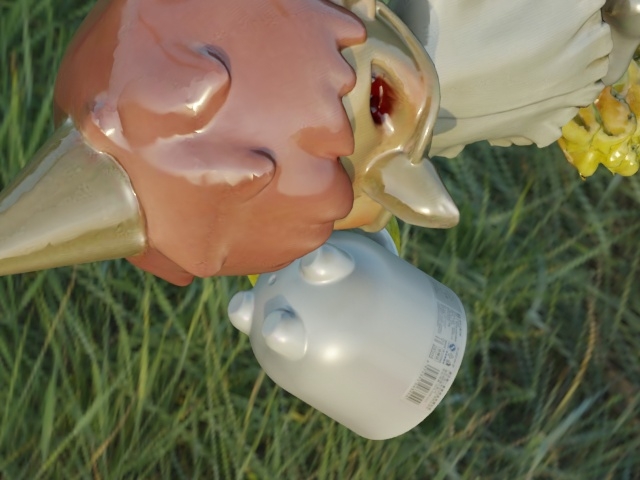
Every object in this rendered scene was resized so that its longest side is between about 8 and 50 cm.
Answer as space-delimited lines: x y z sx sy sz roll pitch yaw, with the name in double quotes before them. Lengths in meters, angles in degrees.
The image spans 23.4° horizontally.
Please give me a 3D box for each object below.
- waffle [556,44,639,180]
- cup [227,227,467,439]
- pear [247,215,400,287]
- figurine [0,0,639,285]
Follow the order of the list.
"waffle" 0.123 -0.193 0.946 0.307 0.060 0.312 30 48 -45
"cup" 0.022 0.043 1.172 0.142 0.134 0.173 33 70 -31
"pear" 0.000 0.000 1.334 0.141 0.104 0.141 1 79 -3
"figurine" 0.000 -0.063 0.674 0.387 0.207 0.166 -26 67 -37
